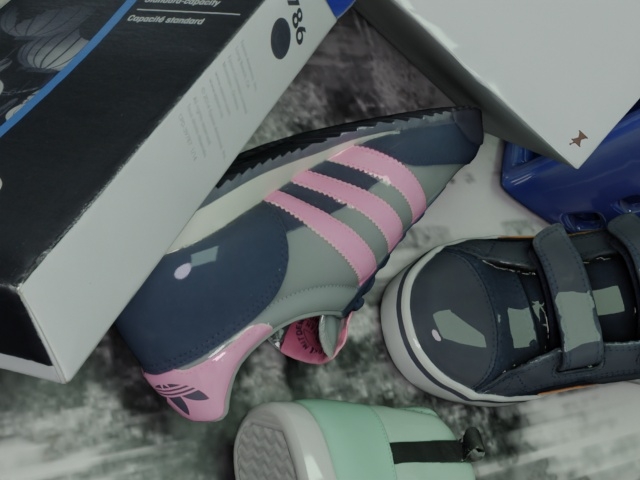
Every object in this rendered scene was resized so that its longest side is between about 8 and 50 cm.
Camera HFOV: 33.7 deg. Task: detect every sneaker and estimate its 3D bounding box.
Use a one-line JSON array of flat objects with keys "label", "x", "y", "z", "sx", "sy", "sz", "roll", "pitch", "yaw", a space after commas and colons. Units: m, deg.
[{"label": "sneaker", "x": 0.052, "y": 0.207, "z": 0.574, "sx": 0.151, "sy": 0.094, "sz": 0.255, "roll": 2, "pitch": 68, "yaw": -40}, {"label": "sneaker", "x": 0.000, "y": 0.000, "z": 0.653, "sx": 0.319, "sy": 0.112, "sz": 0.131, "roll": -24, "pitch": 104, "yaw": -42}, {"label": "sneaker", "x": 0.197, "y": 0.043, "z": 0.750, "sx": 0.321, "sy": 0.127, "sz": 0.126, "roll": 1, "pitch": 68, "yaw": -35}]

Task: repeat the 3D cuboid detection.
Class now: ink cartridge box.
[{"label": "ink cartridge box", "x": -0.114, "y": -0.078, "z": 0.551, "sx": 0.332, "sy": 0.165, "sz": 0.065, "roll": -59, "pitch": 146, "yaw": -41}]

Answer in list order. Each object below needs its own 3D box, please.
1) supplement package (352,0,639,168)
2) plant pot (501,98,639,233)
[{"label": "supplement package", "x": 0.124, "y": -0.178, "z": 0.725, "sx": 0.194, "sy": 0.203, "sz": 0.149, "roll": 40, "pitch": 94, "yaw": -14}, {"label": "plant pot", "x": 0.313, "y": -0.107, "z": 0.850, "sx": 0.212, "sy": 0.236, "sz": 0.236, "roll": 38, "pitch": 49, "yaw": -25}]
